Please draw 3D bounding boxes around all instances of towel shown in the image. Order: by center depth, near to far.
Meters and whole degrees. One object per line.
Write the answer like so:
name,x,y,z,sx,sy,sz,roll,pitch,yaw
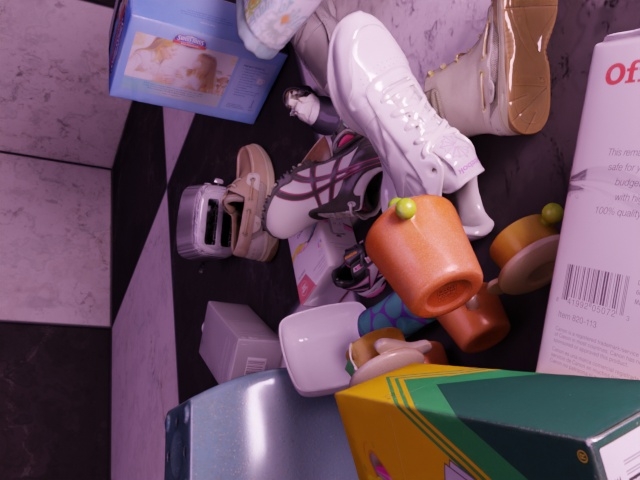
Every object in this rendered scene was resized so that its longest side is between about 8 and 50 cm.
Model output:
towel,-0.032,-0.522,1.127,0.320,0.090,0.374,-45,38,34

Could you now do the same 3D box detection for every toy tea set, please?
toy tea set,0.112,0.065,0.729,0.124,0.200,0.336,65,146,35

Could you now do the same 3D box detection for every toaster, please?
toaster,-0.272,-0.035,1.629,0.146,0.129,0.226,-7,75,61

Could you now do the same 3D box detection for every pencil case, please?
pencil case,0.108,0.094,0.876,0.070,0.064,0.152,-44,0,-39

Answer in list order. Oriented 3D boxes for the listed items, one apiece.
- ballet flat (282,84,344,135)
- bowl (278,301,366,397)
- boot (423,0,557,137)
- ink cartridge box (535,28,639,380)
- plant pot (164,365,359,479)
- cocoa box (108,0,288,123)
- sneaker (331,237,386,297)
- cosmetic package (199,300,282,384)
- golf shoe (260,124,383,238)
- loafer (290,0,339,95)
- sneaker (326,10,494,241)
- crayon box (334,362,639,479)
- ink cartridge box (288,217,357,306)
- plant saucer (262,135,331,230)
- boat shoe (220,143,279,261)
ballet flat,-0.023,-0.244,1.236,0.203,0.074,0.074,51,128,56
bowl,0.015,0.165,0.983,0.053,0.142,0.142,88,168,-48
boot,0.190,-0.222,0.778,0.165,0.077,0.213,-176,87,-66
ink cartridge box,0.286,-0.004,0.473,0.207,0.117,0.282,17,99,64
plant pot,-0.103,0.327,1.034,0.248,0.253,0.246,-38,49,55
cocoa box,-0.282,-0.444,1.506,0.231,0.348,0.227,-54,39,45
sneaker,0.075,0.024,0.950,0.178,0.077,0.071,-58,36,40
cosmetic package,-0.170,0.220,1.379,0.238,0.107,0.127,-144,64,-65
golf shoe,0.019,-0.071,0.997,0.273,0.105,0.120,-40,62,26
loafer,-0.017,-0.370,1.208,0.112,0.112,0.319,-62,32,36
sneaker,0.116,-0.128,0.780,0.152,0.114,0.305,3,124,56
crayon box,0.167,0.287,0.516,0.313,0.106,0.362,-17,89,63
ink cartridge box,0.000,0.000,1.122,0.115,0.067,0.198,-56,35,42
plant saucer,-0.033,-0.091,1.167,0.198,0.036,0.198,-57,0,0
boat shoe,-0.160,-0.092,1.442,0.109,0.098,0.302,-51,40,48
